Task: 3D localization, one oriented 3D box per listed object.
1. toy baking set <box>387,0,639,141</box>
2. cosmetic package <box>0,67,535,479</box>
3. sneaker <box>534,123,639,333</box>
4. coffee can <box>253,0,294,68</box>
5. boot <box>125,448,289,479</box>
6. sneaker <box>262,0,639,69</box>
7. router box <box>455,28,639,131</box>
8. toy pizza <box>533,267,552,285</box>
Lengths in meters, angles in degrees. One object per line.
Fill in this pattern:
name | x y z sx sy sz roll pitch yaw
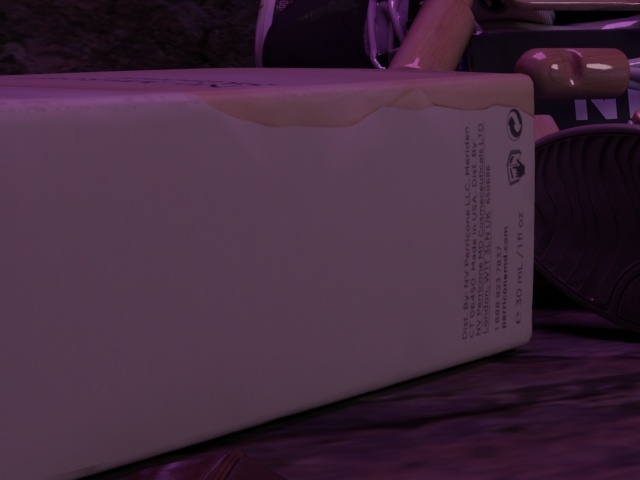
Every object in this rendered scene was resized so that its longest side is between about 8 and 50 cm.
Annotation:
toy baking set | 0.132 -0.073 0.890 0.196 0.030 0.256 18 36 2
cosmetic package | -0.067 -0.001 0.623 0.160 0.113 0.309 4 7 34
sneaker | 0.193 0.004 0.751 0.222 0.083 0.118 14 8 27
coffee can | 0.115 -0.136 1.364 0.275 0.202 0.201 2 7 24
boot | -0.050 0.064 0.375 0.106 0.037 0.114 13 11 3
sneaker | 0.106 -0.157 1.173 0.330 0.122 0.146 -9 -12 16
router box | 0.191 -0.067 1.089 0.308 0.081 0.243 -3 -5 -16
toy pizza | 0.175 0.001 0.882 0.201 0.032 0.201 -4 10 1
